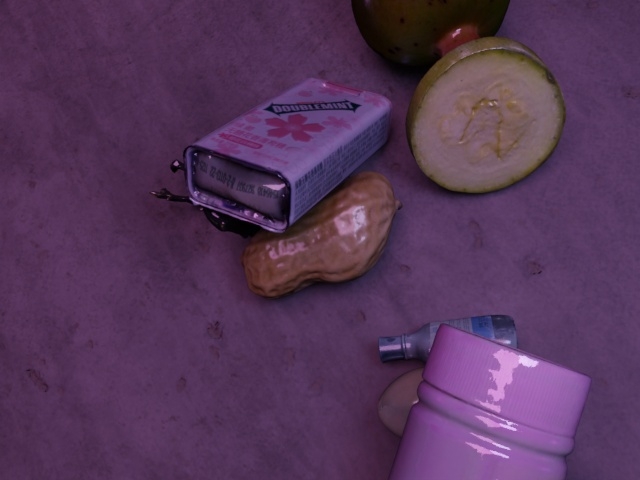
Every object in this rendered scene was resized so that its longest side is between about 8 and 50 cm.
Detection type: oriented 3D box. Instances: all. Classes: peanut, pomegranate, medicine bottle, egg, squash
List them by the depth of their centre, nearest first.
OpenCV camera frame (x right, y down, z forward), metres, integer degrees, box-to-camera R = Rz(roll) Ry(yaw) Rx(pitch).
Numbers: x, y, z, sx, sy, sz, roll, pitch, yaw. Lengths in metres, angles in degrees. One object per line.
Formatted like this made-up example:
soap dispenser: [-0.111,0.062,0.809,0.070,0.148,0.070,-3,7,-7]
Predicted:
medicine bottle: [0.195,0.284,0.842,0.202,0.202,0.316,18,89,20]
egg: [0.160,0.245,0.998,0.152,0.114,0.114,-5,68,1]
medicine bottle: [0.195,0.158,1.042,0.208,0.090,0.054,-9,109,12]
squash: [0.260,-0.191,1.076,0.252,0.252,0.049,-20,34,7]
peanut: [0.006,0.005,1.114,0.291,0.143,0.159,-29,47,5]
pomegranate: [0.212,-0.403,1.174,0.290,0.291,0.324,-29,90,2]

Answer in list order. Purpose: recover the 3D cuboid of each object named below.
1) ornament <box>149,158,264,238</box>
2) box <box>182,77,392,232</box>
ornament: [-0.204,-0.076,1.176,0.236,0.202,0.080,26,98,24]
box: [-0.041,-0.150,1.095,0.190,0.112,0.369,19,38,23]
